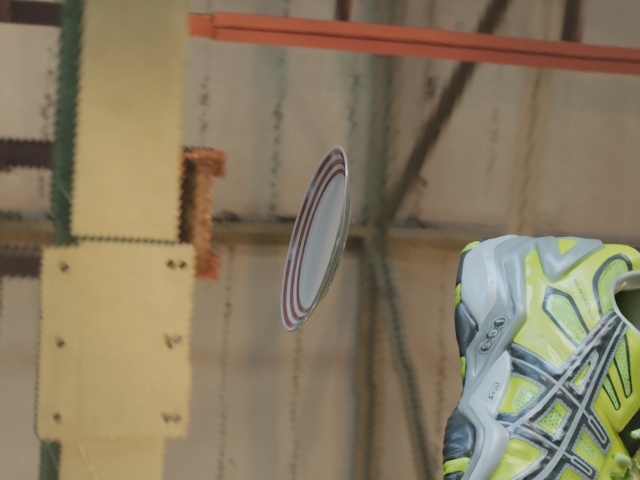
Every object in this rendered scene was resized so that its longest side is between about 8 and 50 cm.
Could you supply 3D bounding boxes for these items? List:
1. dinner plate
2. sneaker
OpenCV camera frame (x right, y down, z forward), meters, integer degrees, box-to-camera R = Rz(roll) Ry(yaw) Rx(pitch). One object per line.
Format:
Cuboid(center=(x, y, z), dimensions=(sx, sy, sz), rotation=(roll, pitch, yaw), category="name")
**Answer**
Cuboid(center=(0.000, 0.000, 1.307), dimensions=(0.017, 0.141, 0.141), rotation=(14, -84, -13), category="dinner plate")
Cuboid(center=(0.168, 0.137, 1.181), dimensions=(0.147, 0.385, 0.145), rotation=(-10, -42, 15), category="sneaker")
